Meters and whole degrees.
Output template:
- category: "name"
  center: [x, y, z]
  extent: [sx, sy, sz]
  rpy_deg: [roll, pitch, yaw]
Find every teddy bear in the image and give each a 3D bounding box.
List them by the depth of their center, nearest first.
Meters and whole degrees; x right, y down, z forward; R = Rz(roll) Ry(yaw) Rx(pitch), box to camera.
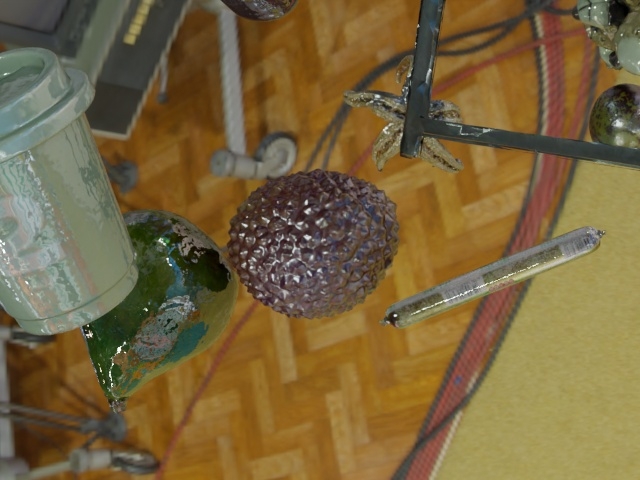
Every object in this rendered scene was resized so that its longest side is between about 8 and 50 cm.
- category: "teddy bear"
  center: [0.444, -0.351, 1.445]
  extent: [0.256, 0.156, 0.267]
  rpy_deg: [179, 88, -77]

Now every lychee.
- category: "lychee"
  center: [0.000, 0.000, 1.174]
  extent: [0.188, 0.188, 0.188]
  rpy_deg: [-5, 83, 43]

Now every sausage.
- category: "sausage"
  center: [0.189, 0.042, 1.132]
  extent: [0.269, 0.033, 0.033]
  rpy_deg: [-23, 68, 9]

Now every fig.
- category: "fig"
  center: [-0.208, 0.089, 1.232]
  extent: [0.195, 0.195, 0.245]
  rpy_deg: [5, 72, 44]

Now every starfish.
- category: "starfish"
  center: [0.123, -0.153, 1.405]
  extent: [0.146, 0.074, 0.190]
  rpy_deg: [-34, 107, 16]

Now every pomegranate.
- category: "pomegranate"
  center: [0.472, -0.179, 1.498]
  extent: [0.138, 0.125, 0.163]
  rpy_deg: [35, 145, -1]

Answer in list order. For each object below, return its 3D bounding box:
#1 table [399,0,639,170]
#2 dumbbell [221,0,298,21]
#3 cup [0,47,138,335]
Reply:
- category: "table"
  center: [0.250, -0.178, 0.845]
  extent: [0.335, 0.222, 0.272]
  rpy_deg: [9, 96, 6]
- category: "dumbbell"
  center: [-0.070, -0.428, 1.453]
  extent: [0.124, 0.140, 0.225]
  rpy_deg: [-26, 37, 42]
- category: "cup"
  center: [-0.167, -0.024, 0.577]
  extent: [0.120, 0.120, 0.141]
  rpy_deg: [16, 134, 43]
